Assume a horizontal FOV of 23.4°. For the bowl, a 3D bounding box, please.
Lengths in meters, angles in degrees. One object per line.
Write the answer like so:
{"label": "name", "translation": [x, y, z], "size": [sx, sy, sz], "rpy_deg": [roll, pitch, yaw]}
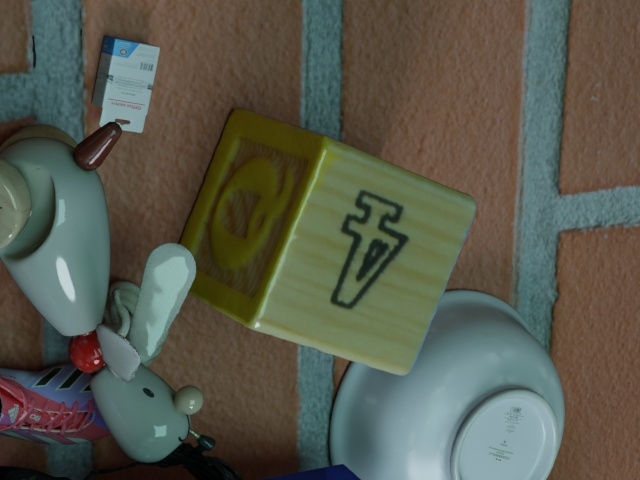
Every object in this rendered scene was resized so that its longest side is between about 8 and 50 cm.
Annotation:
{"label": "bowl", "translation": [0.169, 0.213, 1.713], "size": [0.298, 0.134, 0.298], "rpy_deg": [-10, 109, -30]}

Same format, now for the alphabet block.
{"label": "alphabet block", "translation": [0.000, 0.000, 1.516], "size": [0.197, 0.192, 0.193], "rpy_deg": [20, 91, -33]}

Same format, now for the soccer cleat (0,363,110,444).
{"label": "soccer cleat", "translation": [-0.278, 0.154, 1.443], "size": [0.248, 0.095, 0.083], "rpy_deg": [14, 96, -33]}

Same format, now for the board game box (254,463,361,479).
{"label": "board game box", "translation": [-0.093, 0.344, 1.493], "size": [0.233, 0.078, 0.347], "rpy_deg": [-57, 155, 14]}

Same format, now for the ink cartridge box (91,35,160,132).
{"label": "ink cartridge box", "translation": [-0.185, -0.147, 1.455], "size": [0.048, 0.028, 0.083], "rpy_deg": [8, 99, -33]}

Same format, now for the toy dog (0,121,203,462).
{"label": "toy dog", "translation": [-0.186, 0.023, 1.369], "size": [0.161, 0.220, 0.334], "rpy_deg": [-25, 124, 22]}

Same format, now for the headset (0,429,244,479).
{"label": "headset", "translation": [-0.243, 0.308, 1.401], "size": [0.394, 0.185, 0.243], "rpy_deg": [-48, 152, -40]}
